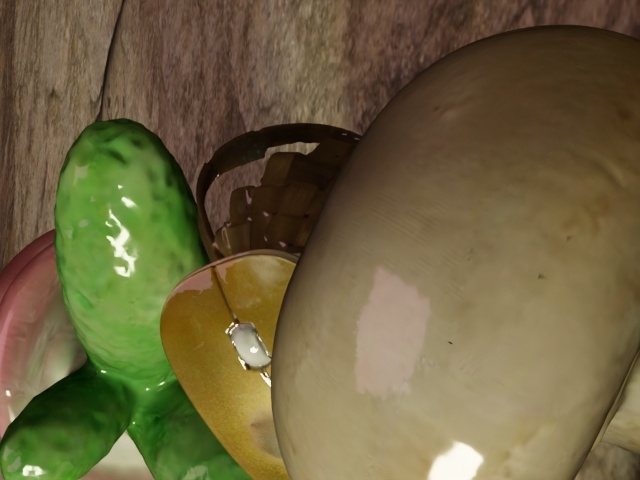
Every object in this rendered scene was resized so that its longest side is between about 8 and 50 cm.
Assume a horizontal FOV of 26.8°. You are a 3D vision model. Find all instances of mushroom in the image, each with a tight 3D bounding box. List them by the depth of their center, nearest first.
[{"bbox_3d":[0.077,0.031,0.521,0.226,0.178,0.226,-60,2,4],"label":"mushroom"}]

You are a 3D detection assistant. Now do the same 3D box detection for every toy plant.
[{"bbox_3d":[-0.136,0.068,0.932,0.317,0.211,0.356,68,168,-13],"label":"toy plant"}]

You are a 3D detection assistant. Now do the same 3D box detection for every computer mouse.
[{"bbox_3d":[0.003,0.085,0.665,0.102,0.199,0.045,-21,35,24],"label":"computer mouse"}]

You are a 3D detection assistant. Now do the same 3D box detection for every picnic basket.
[{"bbox_3d":[0.000,0.000,0.749,0.138,0.128,0.178,96,152,-42],"label":"picnic basket"}]
